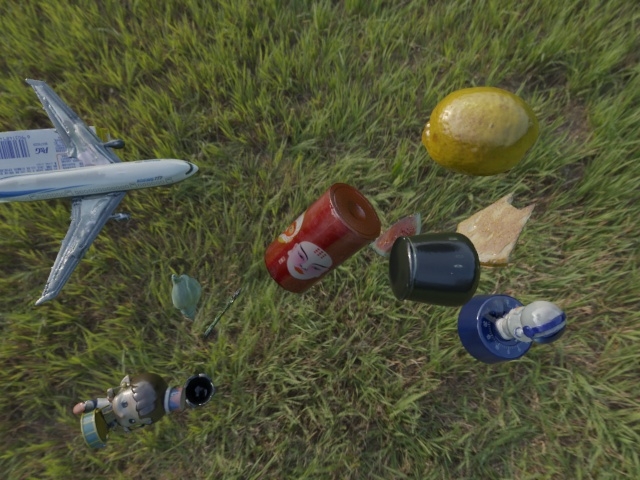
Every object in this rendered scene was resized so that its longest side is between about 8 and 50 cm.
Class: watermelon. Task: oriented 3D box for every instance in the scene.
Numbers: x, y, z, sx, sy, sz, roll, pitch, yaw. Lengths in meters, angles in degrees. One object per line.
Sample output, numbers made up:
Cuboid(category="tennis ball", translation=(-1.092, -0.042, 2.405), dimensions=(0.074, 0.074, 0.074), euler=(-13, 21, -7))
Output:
Cuboid(category="watermelon", translation=(0.300, -0.012, 1.611), dimensions=(0.245, 0.119, 0.063), euler=(-32, 30, -7))

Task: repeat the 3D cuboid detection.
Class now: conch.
Cuboid(category="conch", translation=(-0.381, 0.165, 1.205), dimensions=(0.088, 0.180, 0.065), euler=(-20, 35, -22))

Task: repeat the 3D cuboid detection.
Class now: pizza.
Cuboid(category="pizza", translation=(0.479, -0.038, 1.146), dimensions=(0.181, 0.034, 0.262), euler=(25, 65, 43))

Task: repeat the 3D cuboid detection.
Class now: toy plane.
Cuboid(category="toy plane", translation=(-0.235, -0.056, 0.403), dimensions=(0.226, 0.058, 0.226), euler=(-6, 80, -17))

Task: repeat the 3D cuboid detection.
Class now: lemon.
Cuboid(category="lemon", translation=(0.301, -0.207, 0.801), dimensions=(0.207, 0.170, 0.170), euler=(14, 77, 18))

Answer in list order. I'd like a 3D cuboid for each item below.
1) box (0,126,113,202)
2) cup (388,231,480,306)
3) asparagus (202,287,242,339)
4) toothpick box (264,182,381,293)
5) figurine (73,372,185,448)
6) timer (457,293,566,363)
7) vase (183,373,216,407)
Cuboid(category="box", translation=(-0.652, -0.185, 1.016), dimensions=(0.265, 0.097, 0.168), euler=(-7, 105, -7))
Cuboid(category="cup", translation=(0.244, 0.060, 0.958), dimensions=(0.176, 0.223, 0.169), euler=(-1, 101, -9))
Cuboid(category="asparagus", translation=(-0.346, 0.257, 1.469), dimensions=(0.022, 0.023, 0.233), euler=(35, 101, -19))
Cuboid(category="toothpick box", translation=(0.000, 0.000, 1.292), dimensions=(0.333, 0.204, 0.204), euler=(-41, 71, 36))
Cuboid(category="figurine", translation=(-0.522, 0.464, 1.168), dimensions=(0.275, 0.158, 0.161), euler=(-22, 109, -17))
Cuboid(category="timer", translation=(0.696, 0.302, 1.475), dimensions=(0.270, 0.383, 0.270), euler=(3, 74, -12))
Cuboid(category="vase", translation=(-0.447, 0.564, 1.552), dimensions=(0.115, 0.237, 0.115), euler=(5, 67, -12))
